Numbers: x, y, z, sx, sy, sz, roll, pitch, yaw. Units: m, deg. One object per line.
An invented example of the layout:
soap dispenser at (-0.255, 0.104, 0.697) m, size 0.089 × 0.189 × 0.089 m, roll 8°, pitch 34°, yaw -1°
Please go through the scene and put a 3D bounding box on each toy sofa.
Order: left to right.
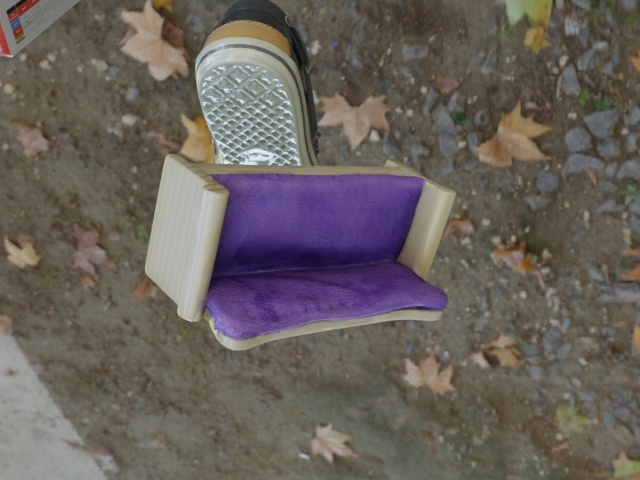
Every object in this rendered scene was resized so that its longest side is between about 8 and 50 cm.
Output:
toy sofa at (0.000, 0.000, 0.949) m, size 0.177 × 0.362 × 0.150 m, roll 36°, pitch 119°, yaw 43°

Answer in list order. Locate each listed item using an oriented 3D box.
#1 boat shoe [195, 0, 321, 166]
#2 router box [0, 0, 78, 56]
boat shoe at (-0.081, -0.141, 1.209) m, size 0.186 × 0.156 × 0.500 m, roll 3°, pitch 148°, yaw 4°
router box at (-0.395, -0.459, 1.098) m, size 0.082 × 0.335 × 0.301 m, roll 9°, pitch 131°, yaw 14°
